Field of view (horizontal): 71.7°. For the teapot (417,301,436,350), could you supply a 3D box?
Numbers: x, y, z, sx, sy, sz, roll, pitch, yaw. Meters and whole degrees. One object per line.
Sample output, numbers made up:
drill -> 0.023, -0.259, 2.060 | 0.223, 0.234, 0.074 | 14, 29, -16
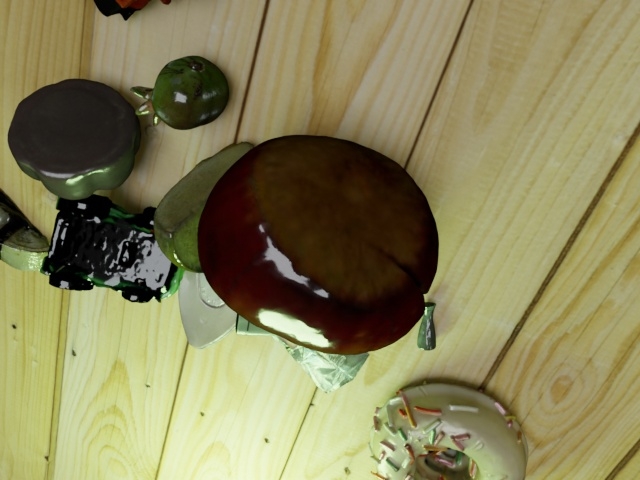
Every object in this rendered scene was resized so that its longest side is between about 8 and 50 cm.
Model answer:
teapot -> 0.241, 0.190, 0.996 | 0.042, 0.043, 0.111 | 3, 107, 12

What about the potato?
potato -> -0.247, -0.056, 0.884 | 0.112, 0.255, 0.269 | 16, 113, 20

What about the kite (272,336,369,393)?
kite -> -0.043, 0.259, 1.099 | 0.310, 0.015, 0.169 | 35, 115, -3

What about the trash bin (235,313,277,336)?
trash bin -> -0.123, 0.162, 1.016 | 0.130, 0.059, 0.116 | 6, 110, -15

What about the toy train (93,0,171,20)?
toy train -> -0.318, -0.531, 0.766 | 0.369, 0.163, 0.232 | -18, 129, 30

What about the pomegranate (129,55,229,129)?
pomegranate -> -0.280, -0.289, 0.882 | 0.191, 0.152, 0.131 | 3, 119, 34

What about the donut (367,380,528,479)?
donut -> 0.299, 0.513, 1.051 | 0.382, 0.142, 0.383 | 4, 110, 11

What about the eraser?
eraser -> -0.265, 0.158, 1.086 | 0.204, 0.059, 0.243 | 25, 110, 2

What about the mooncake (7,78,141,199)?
mooncake -> -0.497, -0.207, 0.913 | 0.245, 0.245, 0.133 | 33, 151, -1

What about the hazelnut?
hazelnut -> 0.000, 0.000, 0.809 | 0.429, 0.402, 0.402 | 14, 114, -10

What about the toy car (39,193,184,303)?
toy car -> -0.478, 0.011, 1.018 | 0.358, 0.176, 0.213 | 12, 90, -1

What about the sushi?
sushi -> -0.799, 0.008, 1.123 | 0.134, 0.109, 0.273 | -40, 98, 24
